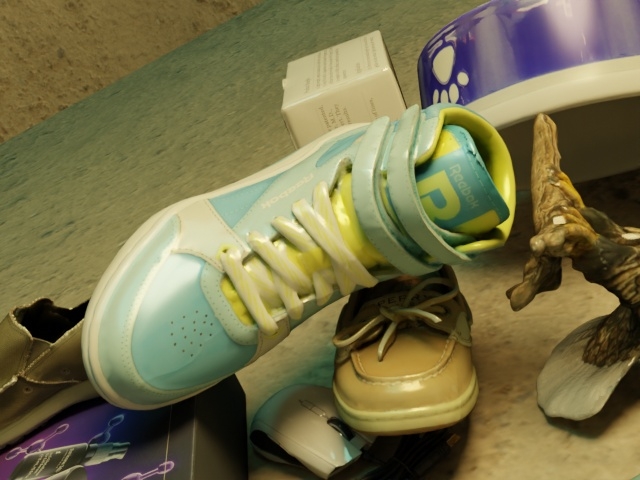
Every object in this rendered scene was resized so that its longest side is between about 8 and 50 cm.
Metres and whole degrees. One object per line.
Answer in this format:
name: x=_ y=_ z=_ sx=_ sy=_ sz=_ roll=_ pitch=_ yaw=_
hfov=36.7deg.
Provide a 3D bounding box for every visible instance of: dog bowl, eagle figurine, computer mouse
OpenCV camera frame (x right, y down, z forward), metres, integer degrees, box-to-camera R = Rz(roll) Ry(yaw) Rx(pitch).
dog bowl: x=0.219 y=-0.128 z=0.838 sx=0.265 sy=0.104 sz=0.265 roll=-8 pitch=-12 yaw=-2
eagle figurine: x=0.276 y=0.013 z=0.598 sx=0.298 sy=0.225 sz=0.226 roll=11 pitch=74 yaw=6
computer mouse: x=0.006 y=0.140 z=0.707 sx=0.106 sy=0.042 sz=0.193 roll=-39 pitch=27 yaw=-31

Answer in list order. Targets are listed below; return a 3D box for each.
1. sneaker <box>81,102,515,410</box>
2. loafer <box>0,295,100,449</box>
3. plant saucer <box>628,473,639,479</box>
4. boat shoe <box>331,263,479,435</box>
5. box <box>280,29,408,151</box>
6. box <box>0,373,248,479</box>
sneaker: x=0.000 y=0.000 z=0.639 sx=0.319 sy=0.127 sz=0.208 roll=-39 pitch=17 yaw=-30
loafer: x=-0.216 y=0.085 z=0.728 sx=0.251 sy=0.087 sz=0.094 roll=-24 pitch=21 yaw=1
plant saucer: x=0.233 y=0.129 z=0.370 sx=0.317 sy=0.044 sz=0.317 roll=-11 pitch=6 yaw=1
boat shoe: x=0.058 y=0.056 z=0.721 sx=0.104 sy=0.089 sz=0.285 roll=-6 pitch=15 yaw=4
box: x=0.043 y=-0.109 z=1.049 sx=0.119 sy=0.182 sz=0.181 roll=-18 pitch=23 yaw=8
box: x=-0.153 y=0.176 z=0.712 sx=0.184 sy=0.103 sz=0.261 roll=-20 pitch=22 yaw=2
